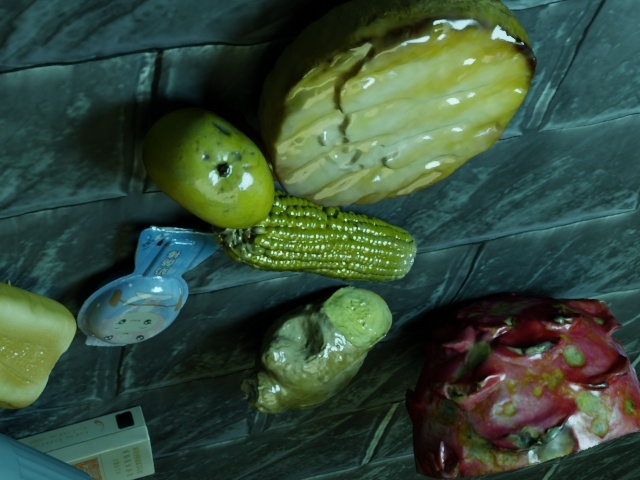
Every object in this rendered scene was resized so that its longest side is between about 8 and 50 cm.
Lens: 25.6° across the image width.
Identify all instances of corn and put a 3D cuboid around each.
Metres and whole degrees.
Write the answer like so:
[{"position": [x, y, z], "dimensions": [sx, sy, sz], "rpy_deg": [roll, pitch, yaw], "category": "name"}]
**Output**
[{"position": [0.000, 0.000, 1.681], "dimensions": [0.320, 0.097, 0.097], "rpy_deg": [11, 138, -46], "category": "corn"}]

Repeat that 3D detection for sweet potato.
[{"position": [-0.048, -0.087, 1.545], "dimensions": [0.044, 0.044, 0.179], "rpy_deg": [-34, 149, 22], "category": "sweet potato"}]

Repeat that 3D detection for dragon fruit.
[{"position": [0.292, 0.199, 2.041], "dimensions": [0.386, 0.249, 0.371], "rpy_deg": [-17, -179, -33], "category": "dragon fruit"}]

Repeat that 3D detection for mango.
[{"position": [-0.111, -0.070, 1.455], "dimensions": [0.098, 0.137, 0.195], "rpy_deg": [-57, 167, -4], "category": "mango"}]

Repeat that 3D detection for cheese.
[{"position": [-0.209, 0.060, 1.681], "dimensions": [0.135, 0.052, 0.245], "rpy_deg": [3, 143, -37], "category": "cheese"}]

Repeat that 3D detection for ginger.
[{"position": [-0.025, 0.176, 1.927], "dimensions": [0.219, 0.123, 0.270], "rpy_deg": [-27, 159, -37], "category": "ginger"}]

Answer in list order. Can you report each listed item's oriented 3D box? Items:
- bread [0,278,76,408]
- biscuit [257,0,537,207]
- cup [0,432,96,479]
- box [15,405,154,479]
[{"position": [-0.403, 0.096, 1.563], "dimensions": [0.305, 0.091, 0.142], "rpy_deg": [32, 86, -55], "category": "bread"}, {"position": [0.073, -0.153, 1.449], "dimensions": [0.296, 0.102, 0.296], "rpy_deg": [-17, 148, -11], "category": "biscuit"}, {"position": [-0.476, 0.377, 1.788], "dimensions": [0.331, 0.257, 0.311], "rpy_deg": [-29, 139, 27], "category": "cup"}, {"position": [-0.345, 0.315, 2.033], "dimensions": [0.201, 0.058, 0.141], "rpy_deg": [-13, 151, -12], "category": "box"}]
